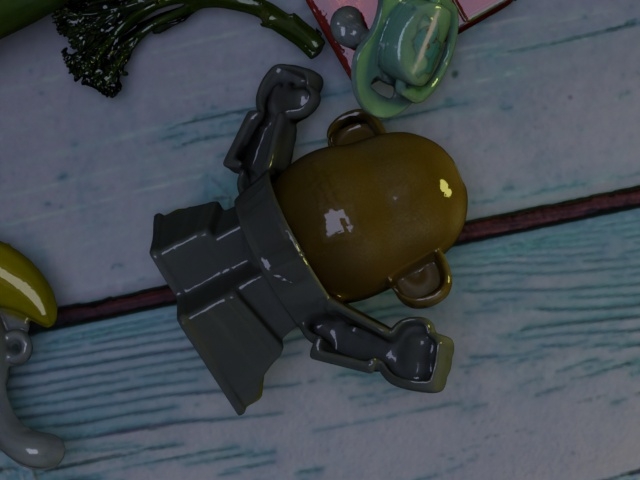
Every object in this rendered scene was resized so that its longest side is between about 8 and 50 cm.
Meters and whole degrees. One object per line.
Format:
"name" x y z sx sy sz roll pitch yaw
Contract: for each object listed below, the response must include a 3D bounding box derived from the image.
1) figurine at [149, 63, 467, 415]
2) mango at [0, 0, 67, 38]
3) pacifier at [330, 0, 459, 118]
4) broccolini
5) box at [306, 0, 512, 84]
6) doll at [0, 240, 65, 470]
"figurine" 0.000 0.001 1.560 0.285 0.167 0.342 -30 87 7
"mango" -0.333 -0.237 1.618 0.237 0.137 0.091 -21 133 4
"pacifier" 0.062 -0.188 1.549 0.116 0.126 0.150 20 96 41
"broccolini" -0.132 -0.187 1.618 0.271 0.062 0.123 10 96 12
"box" 0.084 -0.232 1.607 0.175 0.048 0.112 -31 87 6
"doll" -0.363 0.097 1.632 0.237 0.111 0.252 -3 81 5
